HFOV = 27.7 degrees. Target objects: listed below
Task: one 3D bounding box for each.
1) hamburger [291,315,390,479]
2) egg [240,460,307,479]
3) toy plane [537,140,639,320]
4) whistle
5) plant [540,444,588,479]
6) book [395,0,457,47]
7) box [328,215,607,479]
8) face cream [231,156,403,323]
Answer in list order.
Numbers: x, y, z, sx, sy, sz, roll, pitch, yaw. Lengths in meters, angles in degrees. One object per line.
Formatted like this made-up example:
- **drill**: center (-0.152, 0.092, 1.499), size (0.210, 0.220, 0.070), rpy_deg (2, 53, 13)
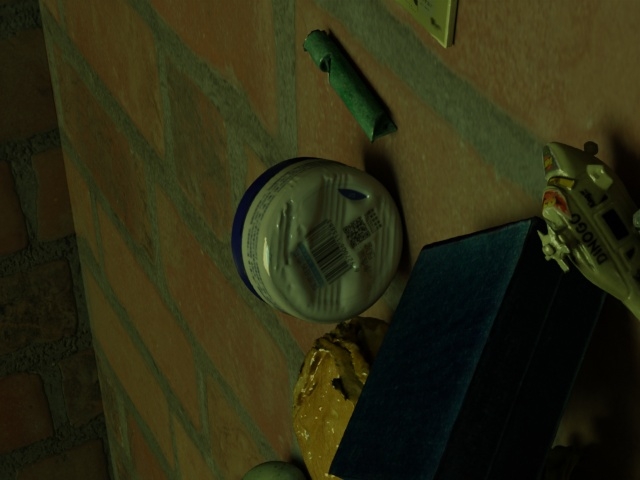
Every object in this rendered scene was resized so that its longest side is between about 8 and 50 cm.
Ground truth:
- **hamburger**: center (0.077, 0.262, 1.729), size (0.318, 0.158, 0.318), rpy_deg (51, 150, 44)
- **egg**: center (-0.080, 0.459, 2.340), size (0.164, 0.131, 0.131), rpy_deg (-37, 70, 43)
- **toy plane**: center (0.274, 0.037, 1.155), size (0.286, 0.108, 0.092), rpy_deg (57, 156, 3)
- **whistle**: center (0.035, -0.194, 1.630), size (0.186, 0.039, 0.039), rpy_deg (57, 155, 32)
- **plant**: center (0.229, 0.364, 1.361), size (0.305, 0.297, 0.261), rpy_deg (-69, 19, -3)
- **book**: center (0.113, -0.268, 1.408), size (0.111, 0.014, 0.077), rpy_deg (52, 152, 41)
- **box**: center (0.149, 0.134, 1.314), size (0.279, 0.116, 0.261), rpy_deg (-68, 15, -14)
- **face cream**: center (0.000, 0.000, 1.641), size (0.111, 0.206, 0.206), rpy_deg (17, 122, 60)
